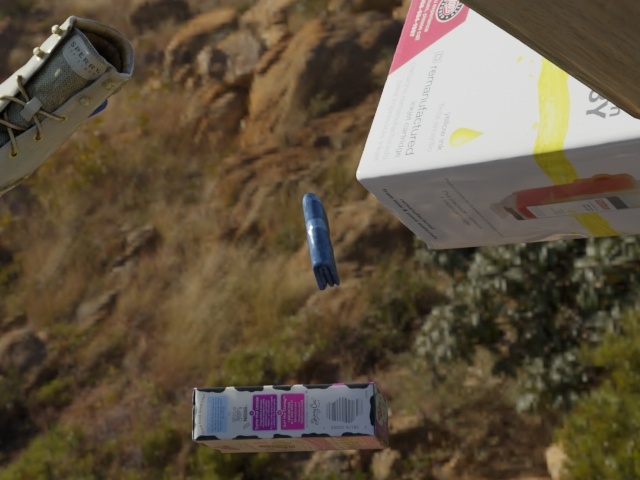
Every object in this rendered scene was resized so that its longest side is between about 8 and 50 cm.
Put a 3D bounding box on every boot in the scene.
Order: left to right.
[{"bbox_3d":[-0.229,-0.091,0.850,0.165,0.077,0.213,-37,10,19],"label":"boot"}]

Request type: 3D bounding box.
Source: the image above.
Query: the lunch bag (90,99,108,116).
[{"bbox_3d":[-0.330,-0.189,1.439,0.098,0.065,0.067,-31,50,-8],"label":"lunch bag"}]

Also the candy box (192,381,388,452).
[{"bbox_3d":[-0.035,0.233,1.472,0.234,0.071,0.159,-4,-17,8],"label":"candy box"}]

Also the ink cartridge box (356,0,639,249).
[{"bbox_3d":[0.259,-0.156,1.126,0.385,0.160,0.279,-6,55,41],"label":"ink cartridge box"}]

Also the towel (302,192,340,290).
[{"bbox_3d":[0.000,0.000,1.465,0.029,0.067,0.119,-12,55,5],"label":"towel"}]

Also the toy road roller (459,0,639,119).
[{"bbox_3d":[0.154,-0.237,0.541,0.203,0.240,0.329,27,31,-24],"label":"toy road roller"}]
